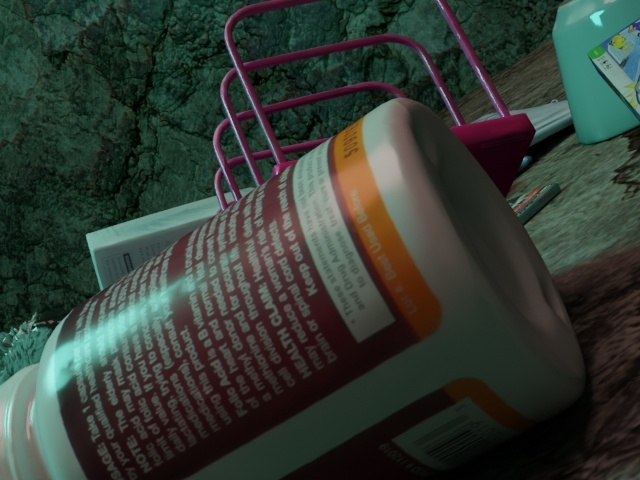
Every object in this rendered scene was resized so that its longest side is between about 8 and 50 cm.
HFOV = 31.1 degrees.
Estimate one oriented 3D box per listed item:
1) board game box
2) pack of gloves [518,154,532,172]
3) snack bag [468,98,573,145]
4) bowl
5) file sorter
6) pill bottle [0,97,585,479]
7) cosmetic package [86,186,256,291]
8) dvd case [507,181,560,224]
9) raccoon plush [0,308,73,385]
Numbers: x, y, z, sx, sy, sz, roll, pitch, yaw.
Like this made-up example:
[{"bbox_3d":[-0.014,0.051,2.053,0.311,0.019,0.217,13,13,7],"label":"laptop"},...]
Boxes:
[{"bbox_3d":[0.377,-0.186,1.210,0.136,0.035,0.201,-34,30,11],"label":"board game box"},{"bbox_3d":[0.179,-0.045,1.576,0.232,0.046,0.195,-23,2,46],"label":"pack of gloves"},{"bbox_3d":[0.219,-0.129,1.690,0.323,0.037,0.342,-27,10,-21],"label":"snack bag"},{"bbox_3d":[0.412,-0.272,1.424,0.311,0.163,0.311,-34,8,5],"label":"bowl"},{"bbox_3d":[0.019,-0.054,0.985,0.202,0.182,0.291,-13,-30,-16],"label":"file sorter"},{"bbox_3d":[-0.045,0.098,0.775,0.392,0.224,0.224,-32,7,18],"label":"pill bottle"},{"bbox_3d":[-0.149,0.031,1.356,0.224,0.138,0.224,-15,8,-12],"label":"cosmetic package"},{"bbox_3d":[0.211,-0.026,1.316,0.087,0.013,0.119,-39,9,-31],"label":"dvd case"},{"bbox_3d":[-0.371,0.213,1.597,0.446,0.216,0.299,-26,1,11],"label":"raccoon plush"}]
